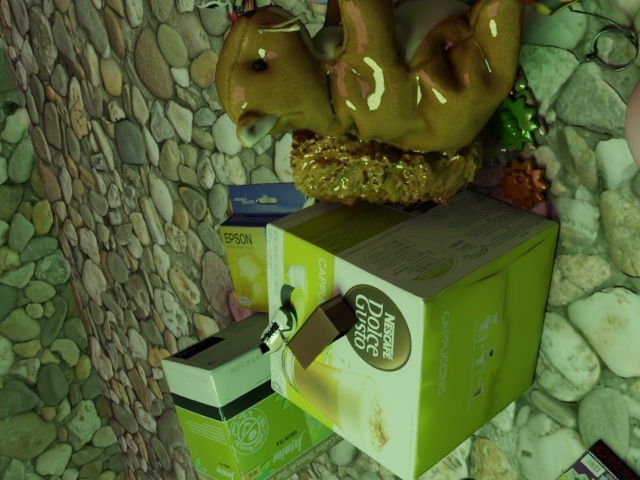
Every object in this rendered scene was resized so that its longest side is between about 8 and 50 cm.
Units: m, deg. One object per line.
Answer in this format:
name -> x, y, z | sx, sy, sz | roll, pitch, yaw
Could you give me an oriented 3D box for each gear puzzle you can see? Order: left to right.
gear puzzle -> 0.259, -0.199, 1.161 | 0.175, 0.044, 0.338 | -23, 90, 52

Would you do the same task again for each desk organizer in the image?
desk organizer -> 0.001, 0.138, 1.088 | 0.050, 0.047, 0.130 | 53, 139, 15

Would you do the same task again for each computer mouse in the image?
computer mouse -> -0.200, -0.524, 1.534 | 0.193, 0.042, 0.106 | 16, 98, 50

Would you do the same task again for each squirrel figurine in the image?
squirrel figurine -> 0.045, -0.189, 1.047 | 0.281, 0.371, 0.396 | -118, 18, -49

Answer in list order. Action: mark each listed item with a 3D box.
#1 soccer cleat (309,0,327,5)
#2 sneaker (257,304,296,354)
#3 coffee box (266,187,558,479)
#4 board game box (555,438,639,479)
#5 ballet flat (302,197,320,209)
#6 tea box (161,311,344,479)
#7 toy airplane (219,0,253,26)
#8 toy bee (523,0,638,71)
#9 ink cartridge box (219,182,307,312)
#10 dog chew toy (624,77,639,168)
soccer cleat -> 0.056, -0.445, 1.233 | 0.248, 0.095, 0.083 | 7, 114, 49
sneaker -> -0.071, 0.149, 1.181 | 0.040, 0.044, 0.109 | 46, 137, 29
coffee box -> 0.145, 0.118, 1.220 | 0.334, 0.338, 0.337 | 26, 127, 40
board game box -> 0.534, 0.520, 1.209 | 0.347, 0.056, 0.208 | 47, 134, 24
ballet flat -> 0.000, 0.000, 1.516 | 0.107, 0.106, 0.315 | -128, 36, -53
tea box -> -0.141, 0.366, 1.699 | 0.220, 0.329, 0.323 | 1, 111, 49
toy airplane -> -0.159, -0.453, 1.537 | 0.151, 0.028, 0.151 | 10, 104, 46
toy bee -> 0.303, -0.363, 0.932 | 0.298, 0.162, 0.195 | 54, 139, 16
ink cartridge box -> -0.119, 0.024, 1.711 | 0.304, 0.072, 0.307 | 2, 112, 50
dog chew toy -> 0.489, -0.189, 0.780 | 0.206, 0.207, 0.331 | 49, 131, 21
